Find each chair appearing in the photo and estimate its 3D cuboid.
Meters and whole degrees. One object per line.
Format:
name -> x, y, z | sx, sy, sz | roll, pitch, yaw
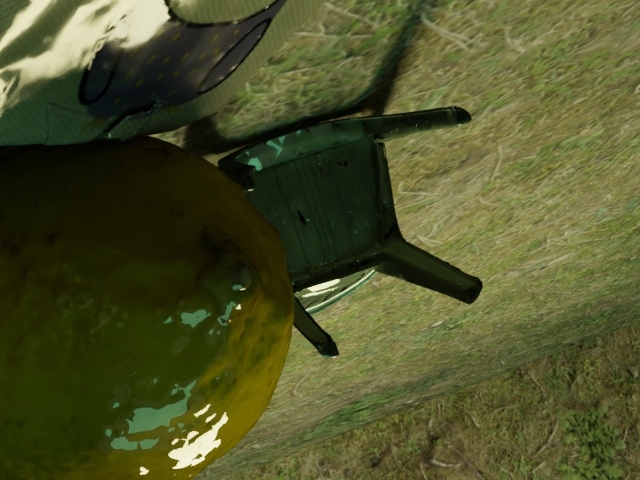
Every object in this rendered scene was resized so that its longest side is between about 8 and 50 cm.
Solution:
chair -> 0.000, 0.000, 1.022 | 0.203, 0.190, 0.275 | -18, -169, -16

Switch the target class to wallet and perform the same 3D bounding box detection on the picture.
wallet -> -0.104, -0.137, 0.639 | 0.335, 0.068, 0.275 | -8, 155, -47

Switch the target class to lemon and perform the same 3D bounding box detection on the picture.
lemon -> -0.148, 0.052, 0.828 | 0.253, 0.253, 0.310 | -11, 175, -38
